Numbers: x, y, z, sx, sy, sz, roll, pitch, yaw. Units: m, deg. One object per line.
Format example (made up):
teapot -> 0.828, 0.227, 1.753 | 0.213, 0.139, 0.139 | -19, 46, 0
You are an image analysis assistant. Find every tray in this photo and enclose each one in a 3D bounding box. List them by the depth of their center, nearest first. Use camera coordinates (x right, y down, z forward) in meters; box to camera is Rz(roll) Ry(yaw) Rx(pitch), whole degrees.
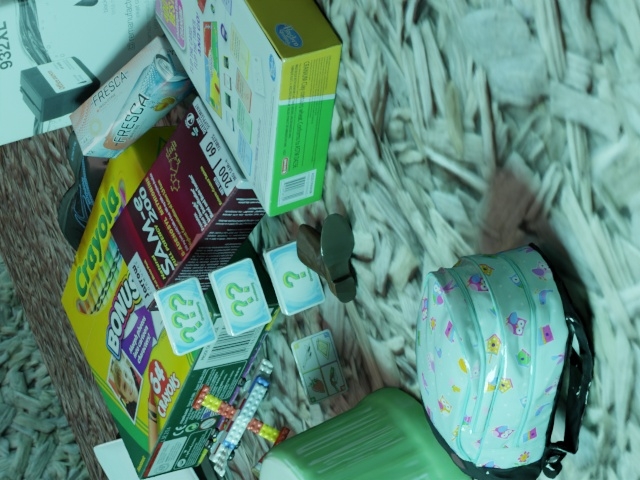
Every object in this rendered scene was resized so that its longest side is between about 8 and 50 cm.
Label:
tray -> -0.233, 0.410, 2.410 | 0.270, 0.145, 0.030 | 63, -154, -17

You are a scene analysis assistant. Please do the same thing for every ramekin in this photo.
ramekin -> 0.055, 0.317, 1.577 | 0.303, 0.148, 0.303 | 54, 155, 41

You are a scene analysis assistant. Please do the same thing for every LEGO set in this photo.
LEGO set -> -0.058, 0.141, 1.677 | 0.060, 0.182, 0.244 | 10, 118, 70

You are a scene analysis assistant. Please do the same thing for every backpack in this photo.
backpack -> 0.135, 0.092, 1.200 | 0.182, 0.115, 0.152 | 96, 152, -45

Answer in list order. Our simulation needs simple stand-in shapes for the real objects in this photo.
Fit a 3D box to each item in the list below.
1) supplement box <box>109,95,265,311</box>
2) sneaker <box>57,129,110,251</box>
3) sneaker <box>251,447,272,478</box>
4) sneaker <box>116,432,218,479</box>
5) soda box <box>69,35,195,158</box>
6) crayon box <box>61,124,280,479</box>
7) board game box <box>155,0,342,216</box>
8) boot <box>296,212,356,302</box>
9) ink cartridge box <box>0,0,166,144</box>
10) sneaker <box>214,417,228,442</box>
supplement box -> -0.144, -0.040, 1.774 | 0.239, 0.073, 0.130 | -52, 54, 37
sneaker -> -0.319, -0.042, 2.327 | 0.140, 0.125, 0.341 | 56, 159, 26
sneaker -> -0.023, 0.306, 1.968 | 0.118, 0.067, 0.042 | 41, 159, -5
sneaker -> -0.240, 0.413, 2.491 | 0.296, 0.147, 0.104 | 67, 159, 10
soda box -> -0.229, -0.175, 1.902 | 0.183, 0.058, 0.063 | -37, 66, 32
crayon box -> -0.211, 0.082, 2.032 | 0.313, 0.106, 0.363 | 59, 142, 30
board game box -> -0.084, -0.220, 1.596 | 0.316, 0.064, 0.242 | 60, 158, 30
boot -> 0.000, 0.000, 1.619 | 0.114, 0.037, 0.106 | -131, 31, -58
ink cartridge box -> -0.358, -0.257, 1.946 | 0.223, 0.307, 0.129 | 93, 152, -48
sneaker -> -0.169, 0.247, 2.262 | 0.118, 0.107, 0.279 | 54, 165, -5
